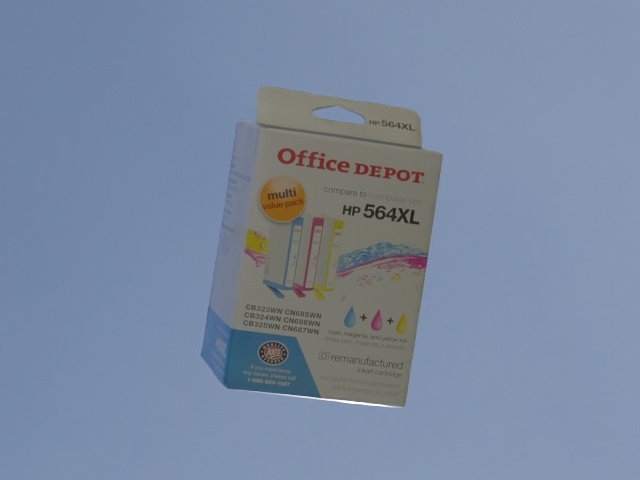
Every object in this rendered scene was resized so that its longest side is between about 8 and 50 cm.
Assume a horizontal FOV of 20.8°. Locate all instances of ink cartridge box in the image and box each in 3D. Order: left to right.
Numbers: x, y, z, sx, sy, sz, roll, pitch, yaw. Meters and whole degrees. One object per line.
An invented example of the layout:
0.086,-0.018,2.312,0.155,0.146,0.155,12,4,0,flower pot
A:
0.000,0.000,0.860,0.092,0.090,0.143,7,-85,-11,ink cartridge box
